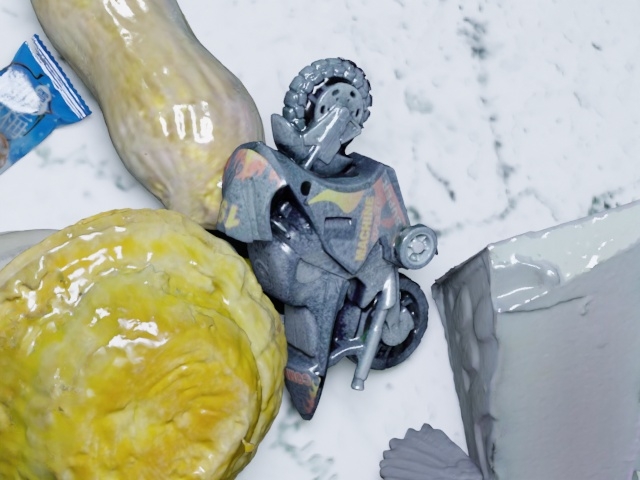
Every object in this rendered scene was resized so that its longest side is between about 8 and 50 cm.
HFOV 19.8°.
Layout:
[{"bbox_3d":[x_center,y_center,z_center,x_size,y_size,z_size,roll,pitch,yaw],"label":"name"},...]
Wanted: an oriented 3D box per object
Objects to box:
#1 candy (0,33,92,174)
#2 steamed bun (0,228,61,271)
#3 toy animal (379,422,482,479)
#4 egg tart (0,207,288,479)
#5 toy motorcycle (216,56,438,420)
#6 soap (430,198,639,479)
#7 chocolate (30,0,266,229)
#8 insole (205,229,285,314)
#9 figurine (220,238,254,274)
[{"bbox_3d":[-0.284,-0.111,1.631,0.136,0.038,0.088,-35,100,-7],"label":"candy"},{"bbox_3d":[-0.268,0.084,1.541,0.228,0.130,0.177,-41,112,-7],"label":"steamed bun"},{"bbox_3d":[0.019,0.260,1.484,0.284,0.302,0.225,0,82,-15],"label":"toy animal"},{"bbox_3d":[-0.152,0.132,1.460,0.319,0.128,0.319,-10,116,-22],"label":"egg tart"},{"bbox_3d":[0.000,0.000,1.568,0.173,0.108,0.307,-29,120,-23],"label":"toy motorcycle"},{"bbox_3d":[0.212,0.134,1.553,0.159,0.258,0.302,-12,82,-13],"label":"soap"},{"bbox_3d":[-0.149,-0.150,1.614,0.134,0.134,0.309,-30,82,-14],"label":"chocolate"},{"bbox_3d":[-0.069,0.022,1.657,0.135,0.002,0.045,34,75,-2],"label":"insole"},{"bbox_3d":[-0.100,0.087,1.599,0.129,0.109,0.178,6,83,-27],"label":"figurine"}]
